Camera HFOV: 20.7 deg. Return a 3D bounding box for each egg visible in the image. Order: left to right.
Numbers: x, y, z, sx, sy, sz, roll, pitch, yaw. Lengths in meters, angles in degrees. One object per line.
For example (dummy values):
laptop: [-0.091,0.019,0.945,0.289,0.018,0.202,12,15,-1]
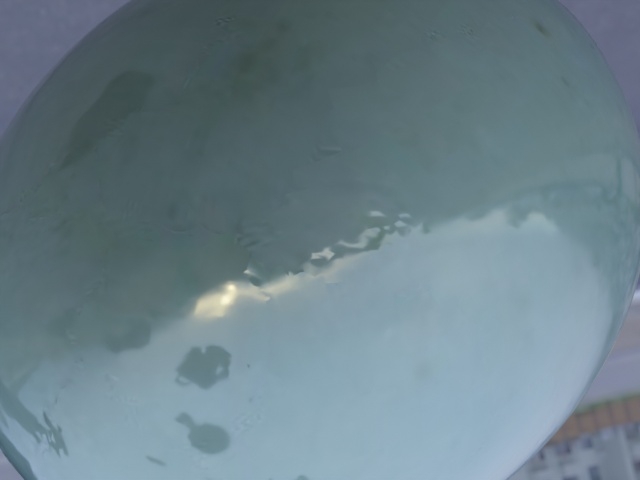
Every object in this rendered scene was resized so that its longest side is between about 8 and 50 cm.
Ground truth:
egg: [0.000,0.000,0.801,0.276,0.276,0.389,-18,-171,35]
